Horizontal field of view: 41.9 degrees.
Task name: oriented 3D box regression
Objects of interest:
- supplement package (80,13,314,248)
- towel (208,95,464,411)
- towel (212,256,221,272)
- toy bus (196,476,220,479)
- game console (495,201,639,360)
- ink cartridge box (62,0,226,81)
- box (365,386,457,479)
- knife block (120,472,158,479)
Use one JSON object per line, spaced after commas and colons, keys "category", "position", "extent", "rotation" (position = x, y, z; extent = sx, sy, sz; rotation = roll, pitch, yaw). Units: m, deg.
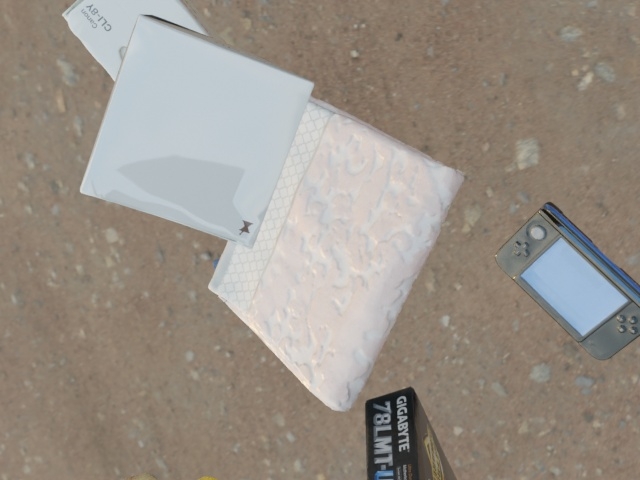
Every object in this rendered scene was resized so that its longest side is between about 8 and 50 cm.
{"category": "supplement package", "position": [-0.105, -0.103, 0.701], "extent": [0.139, 0.244, 0.134], "rotation": [19, 101, -15]}
{"category": "towel", "position": [0.000, 0.000, 1.095], "extent": [0.317, 0.053, 0.332], "rotation": [36, 108, 40]}
{"category": "towel", "position": [-0.114, 0.039, 1.360], "extent": [0.119, 0.067, 0.029], "rotation": [-21, 135, 5]}
{"category": "toy bus", "position": [-0.075, 0.333, 0.737], "extent": [0.220, 0.149, 0.211], "rotation": [62, 153, 1]}
{"category": "game console", "position": [0.456, 0.084, 1.484], "extent": [0.293, 0.173, 0.250], "rotation": [45, 131, 9]}
{"category": "ink cartridge box", "position": [-0.255, -0.323, 1.455], "extent": [0.160, 0.385, 0.279], "rotation": [-39, 102, 6]}
{"category": "box", "position": [0.137, 0.375, 0.975], "extent": [0.073, 0.295, 0.293], "rotation": [-21, 118, 14]}
{"category": "knife block", "position": [-0.009, 0.245, 0.270], "extent": [0.275, 0.088, 0.242], "rotation": [29, 130, 32]}
